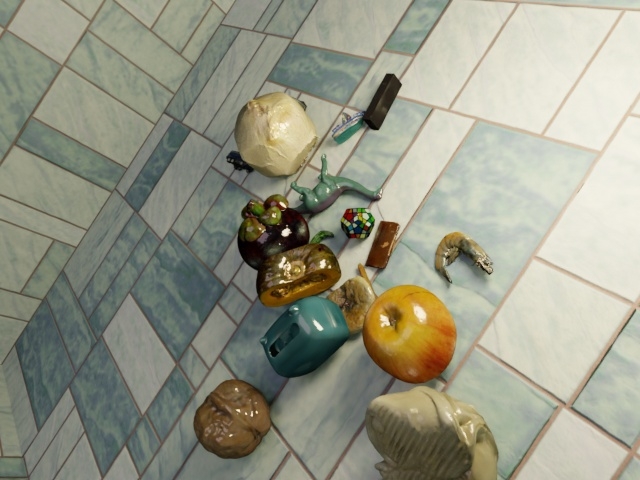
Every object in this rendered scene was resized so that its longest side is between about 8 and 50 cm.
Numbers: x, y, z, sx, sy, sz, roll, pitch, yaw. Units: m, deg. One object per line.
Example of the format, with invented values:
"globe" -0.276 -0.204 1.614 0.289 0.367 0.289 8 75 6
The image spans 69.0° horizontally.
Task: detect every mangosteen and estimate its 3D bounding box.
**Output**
"mangosteen" -0.201 -0.020 1.832 0.300 0.300 0.301 -18 58 31

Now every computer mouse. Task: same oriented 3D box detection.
"computer mouse" -0.157 -0.652 2.271 0.231 0.071 0.126 34 91 44

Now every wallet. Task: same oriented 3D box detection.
"wallet" 0.224 0.016 1.663 0.095 0.026 0.176 8 73 47

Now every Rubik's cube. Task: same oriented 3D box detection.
"Rubik's cube" 0.137 -0.064 1.712 0.133 0.133 0.112 -36 24 19

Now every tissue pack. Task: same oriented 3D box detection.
"tissue pack" -0.062 0.330 1.578 0.287 0.206 0.198 -47 54 28

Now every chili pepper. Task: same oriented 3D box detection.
"chili pepper" -0.001 -0.006 1.851 0.117 0.035 0.056 -32 64 10

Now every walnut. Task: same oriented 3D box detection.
"walnut" -0.309 0.628 1.643 0.273 0.227 0.274 -15 60 28

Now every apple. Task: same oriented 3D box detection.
"apple" 0.259 0.268 1.365 0.285 0.233 0.286 -19 57 32

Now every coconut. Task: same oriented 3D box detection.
"coconut" -0.208 -0.462 2.020 0.346 0.360 0.347 -19 55 31

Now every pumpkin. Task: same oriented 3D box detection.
"pumpkin" -0.084 0.135 1.715 0.316 0.222 0.139 -22 61 -6

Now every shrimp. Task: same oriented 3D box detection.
"shrimp" 0.440 0.064 1.454 0.150 0.051 0.217 -52 39 10

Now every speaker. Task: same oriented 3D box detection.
"speaker" 0.253 -0.564 1.893 0.044 0.082 0.218 23 82 44

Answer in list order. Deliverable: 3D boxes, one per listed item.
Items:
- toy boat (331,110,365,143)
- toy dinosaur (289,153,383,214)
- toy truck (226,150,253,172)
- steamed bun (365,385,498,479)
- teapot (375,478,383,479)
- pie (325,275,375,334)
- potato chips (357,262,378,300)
"toy boat" 0.112 -0.500 1.964 0.175 0.091 0.110 -35 67 14
"toy dinosaur" 0.030 -0.149 1.864 0.383 0.129 0.331 -47 56 11
"toy truck" -0.400 -0.403 2.346 0.201 0.074 0.088 21 73 43
"steamed bun" 0.300 0.521 1.210 0.324 0.219 0.310 -4 103 42
"teapot" 0.115 0.784 1.324 0.145 0.092 0.226 26 83 42
"pie" 0.107 0.233 1.615 0.218 0.052 0.185 -42 57 26
"potato chips" 0.176 0.160 1.629 0.037 0.026 0.204 -40 48 13
